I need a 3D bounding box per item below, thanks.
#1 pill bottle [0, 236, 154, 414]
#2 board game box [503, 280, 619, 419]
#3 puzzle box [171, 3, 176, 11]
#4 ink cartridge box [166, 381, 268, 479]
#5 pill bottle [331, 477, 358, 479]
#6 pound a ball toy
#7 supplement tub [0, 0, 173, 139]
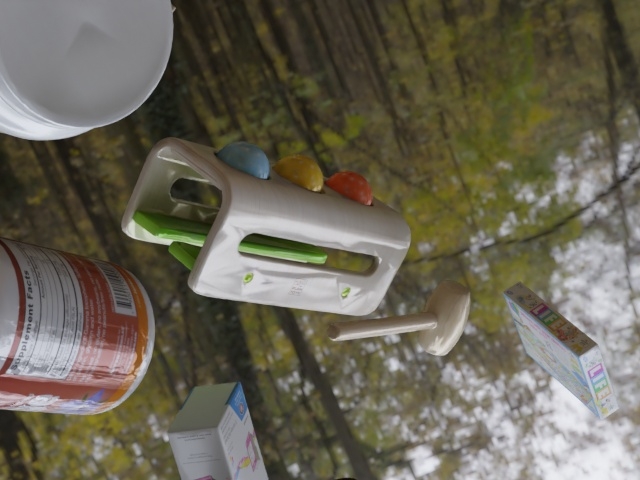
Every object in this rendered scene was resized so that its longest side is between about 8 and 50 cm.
[{"bbox_3d":[-0.228,0.058,0.824,0.121,0.121,0.216,-13,163,30],"label":"pill bottle"},{"bbox_3d":[0.272,0.123,1.329,0.026,0.103,0.154,-32,-145,-8],"label":"board game box"},{"bbox_3d":[-0.386,-0.393,1.527,0.052,0.409,0.272,-46,-169,21],"label":"puzzle box"},{"bbox_3d":[-0.091,0.206,1.078,0.052,0.123,0.088,-8,-161,14],"label":"ink cartridge box"},{"bbox_3d":[0.042,0.380,1.284,0.122,0.123,0.219,-23,-121,-2],"label":"pill bottle"},{"bbox_3d":[0.000,0.000,1.143,0.319,0.136,0.208,11,-161,-49],"label":"pound a ball toy"},{"bbox_3d":[-0.324,-0.230,1.231,0.235,0.236,0.324,-31,-152,-31],"label":"supplement tub"}]
